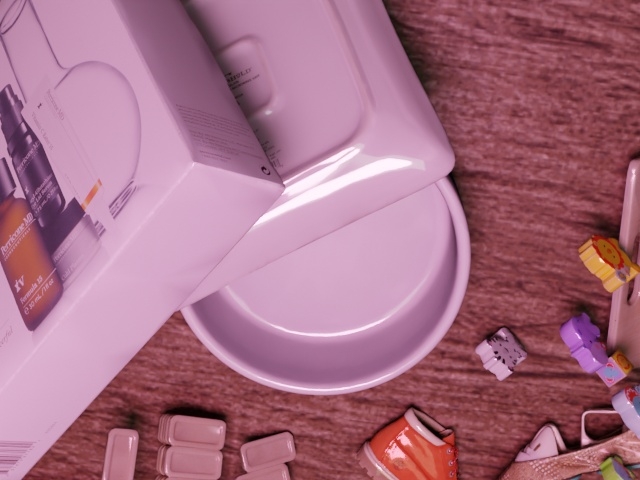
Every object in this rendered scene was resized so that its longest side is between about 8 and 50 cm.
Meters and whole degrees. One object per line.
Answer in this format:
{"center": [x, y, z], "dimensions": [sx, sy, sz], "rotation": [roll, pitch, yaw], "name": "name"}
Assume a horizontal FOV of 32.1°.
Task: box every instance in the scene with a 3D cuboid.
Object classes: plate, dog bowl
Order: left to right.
{"center": [-0.065, -0.115, 0.903], "dimensions": [0.277, 0.045, 0.278], "rotation": [-26, 64, 11], "name": "plate"}
{"center": [0.000, 0.000, 1.004], "dimensions": [0.265, 0.104, 0.265], "rotation": [1, 111, 2], "name": "dog bowl"}

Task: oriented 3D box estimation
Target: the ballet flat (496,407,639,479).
{"center": [0.256, 0.206, 1.103], "dimensions": [0.206, 0.073, 0.067], "rotation": [-18, 82, 6], "name": "ballet flat"}

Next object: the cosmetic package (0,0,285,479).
{"center": [-0.225, -0.026, 0.889], "dimensions": [0.097, 0.284, 0.377], "rotation": [14, 128, -46], "name": "cosmetic package"}

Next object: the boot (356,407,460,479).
{"center": [0.122, 0.236, 1.115], "dimensions": [0.158, 0.059, 0.084], "rotation": [40, 102, -11], "name": "boot"}

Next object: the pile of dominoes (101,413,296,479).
{"center": [-0.131, 0.299, 1.087], "dimensions": [0.196, 0.040, 0.251], "rotation": [11, 79, -24], "name": "pile of dominoes"}

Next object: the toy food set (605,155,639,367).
{"center": [0.412, 0.052, 0.966], "dimensions": [0.306, 0.092, 0.219], "rotation": [12, 113, 27], "name": "toy food set"}

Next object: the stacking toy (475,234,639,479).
{"center": [0.265, 0.125, 1.005], "dimensions": [0.221, 0.052, 0.167], "rotation": [50, 127, 9], "name": "stacking toy"}
